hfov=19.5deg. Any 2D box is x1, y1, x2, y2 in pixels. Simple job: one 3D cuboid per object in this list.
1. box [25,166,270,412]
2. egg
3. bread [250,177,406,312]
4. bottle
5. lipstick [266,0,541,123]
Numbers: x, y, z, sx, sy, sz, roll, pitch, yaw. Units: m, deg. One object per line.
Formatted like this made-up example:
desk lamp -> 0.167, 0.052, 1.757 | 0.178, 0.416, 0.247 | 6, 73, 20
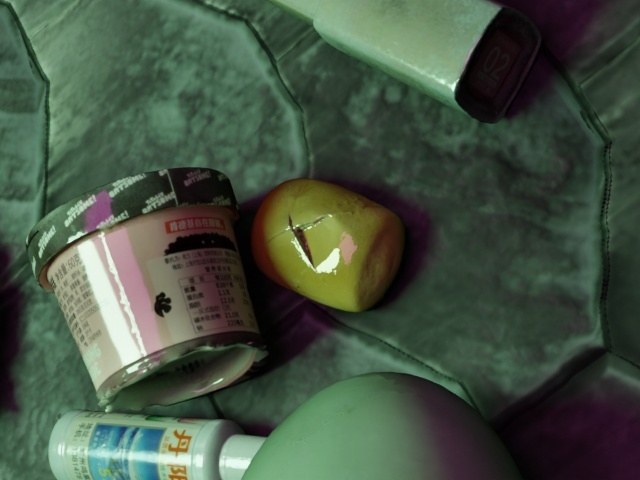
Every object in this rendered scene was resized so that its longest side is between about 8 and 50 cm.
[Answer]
box -> -0.112, 0.040, 1.286 | 0.151, 0.151, 0.135 | -29, 71, 21
egg -> 0.036, 0.219, 1.109 | 0.203, 0.203, 0.282 | -3, 77, 30
bread -> 0.000, 0.000, 1.280 | 0.115, 0.056, 0.082 | 27, 90, 33
bottle -> -0.088, 0.150, 1.289 | 0.217, 0.060, 0.060 | -1, 76, 30
lipstick -> 0.030, -0.167, 1.299 | 0.253, 0.079, 0.077 | 30, 94, 35
